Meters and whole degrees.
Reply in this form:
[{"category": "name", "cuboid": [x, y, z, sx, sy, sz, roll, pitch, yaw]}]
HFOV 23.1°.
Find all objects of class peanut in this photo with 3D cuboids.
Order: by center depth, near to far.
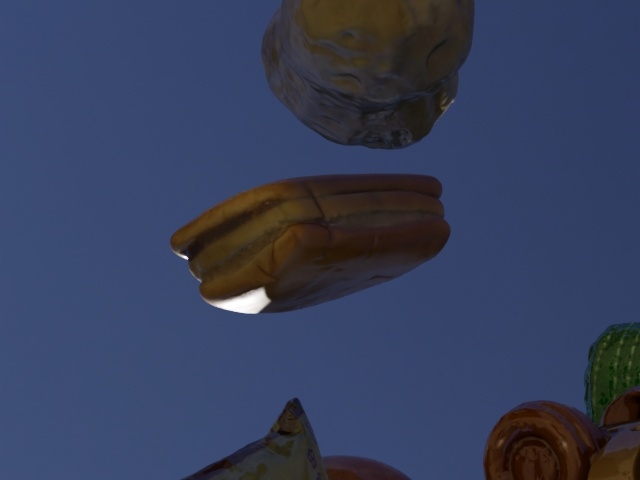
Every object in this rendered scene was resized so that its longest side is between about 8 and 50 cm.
[{"category": "peanut", "cuboid": [0.023, -0.094, 0.719, 0.099, 0.100, 0.214, -60, 180, -11]}]

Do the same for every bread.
[{"category": "bread", "cuboid": [0.000, 0.000, 1.055, 0.116, 0.200, 0.077, -32, -107, 35]}]

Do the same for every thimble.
[{"category": "thimble", "cuboid": [0.279, 0.135, 1.318, 0.090, 0.118, 0.130, -3, -129, 34]}]

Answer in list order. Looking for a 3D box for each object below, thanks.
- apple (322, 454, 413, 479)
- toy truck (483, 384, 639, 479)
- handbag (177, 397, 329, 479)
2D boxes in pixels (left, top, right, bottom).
[{"category": "apple", "cuboid": [0.019, 0.281, 1.371, 0.188, 0.174, 0.188, -19, -125, 31]}, {"category": "toy truck", "cuboid": [0.238, 0.191, 1.020, 0.288, 0.204, 0.211, -14, -97, 41]}, {"category": "handbag", "cuboid": [-0.054, 0.236, 1.057, 0.127, 0.235, 0.212, -2, -81, 34]}]
